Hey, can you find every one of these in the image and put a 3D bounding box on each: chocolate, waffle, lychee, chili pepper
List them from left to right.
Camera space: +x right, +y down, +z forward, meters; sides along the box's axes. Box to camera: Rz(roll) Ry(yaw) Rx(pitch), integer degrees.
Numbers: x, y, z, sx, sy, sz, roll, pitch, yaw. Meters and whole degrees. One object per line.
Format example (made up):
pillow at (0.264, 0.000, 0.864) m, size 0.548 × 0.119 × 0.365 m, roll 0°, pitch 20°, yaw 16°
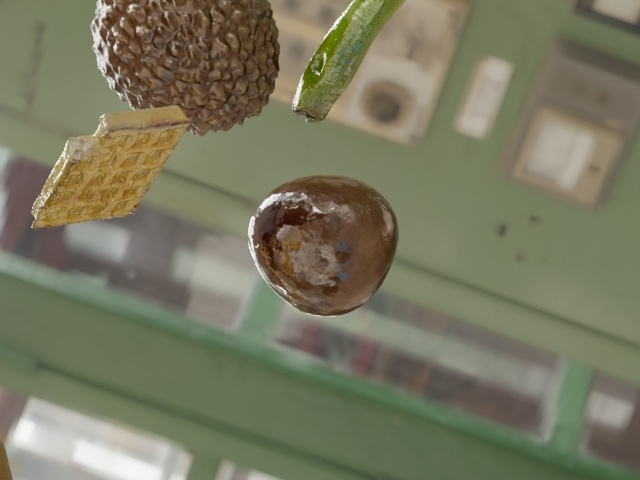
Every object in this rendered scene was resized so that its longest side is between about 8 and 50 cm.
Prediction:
waffle at (-0.160, -0.054, 1.489) m, size 0.135 × 0.092 × 0.021 m, roll -54°, pitch 52°, yaw 49°
lychee at (-0.138, -0.207, 1.953) m, size 0.200 × 0.238 × 0.200 m, roll -30°, pitch -24°, yaw -15°
chocolate at (0.000, 0.000, 2.269) m, size 0.177 × 0.176 × 0.177 m, roll 20°, pitch -90°, yaw -89°
chili pepper at (0.029, -0.198, 1.993) m, size 0.202 × 0.052 × 0.050 m, roll -55°, pitch 14°, yaw 21°

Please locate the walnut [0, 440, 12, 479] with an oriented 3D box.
walnut at (-0.479, 0.260, 2.167) m, size 0.203 × 0.298 × 0.203 m, roll -16°, pitch 68°, yaw 47°
